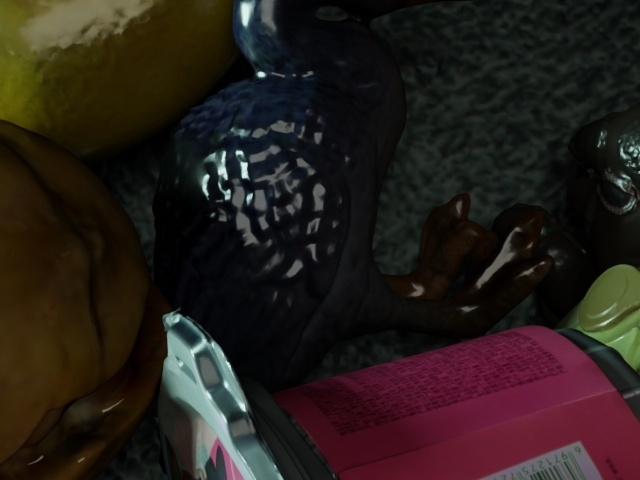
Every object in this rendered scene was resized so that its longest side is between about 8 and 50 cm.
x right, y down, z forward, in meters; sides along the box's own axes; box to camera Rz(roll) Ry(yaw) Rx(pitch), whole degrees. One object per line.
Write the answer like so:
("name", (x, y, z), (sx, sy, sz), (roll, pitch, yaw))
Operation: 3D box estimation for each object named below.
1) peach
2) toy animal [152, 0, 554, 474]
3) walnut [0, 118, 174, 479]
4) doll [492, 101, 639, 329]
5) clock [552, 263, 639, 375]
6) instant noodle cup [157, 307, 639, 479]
("peach", (-0.138, -0.162, 0.912), (0.251, 0.153, 0.251), (0, 91, 2))
("toy animal", (0.000, 0.000, 0.889), (0.185, 0.122, 0.298), (25, 96, -30))
("walnut", (-0.224, 0.053, 0.845), (0.336, 0.209, 0.209), (-17, 83, 27))
("doll", (0.160, -0.006, 0.912), (0.165, 0.057, 0.139), (12, 108, 36))
("clock", (0.188, 0.078, 0.847), (0.170, 0.232, 0.069), (25, 58, 3))
("instant noodle cup", (0.061, 0.146, 0.763), (0.182, 0.258, 0.302), (-20, 119, -15))
